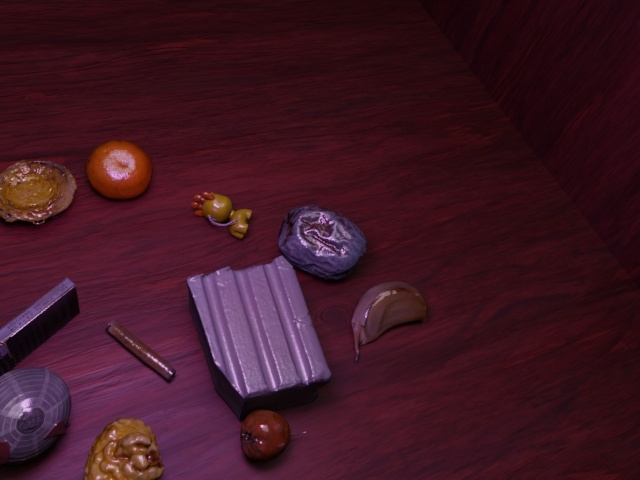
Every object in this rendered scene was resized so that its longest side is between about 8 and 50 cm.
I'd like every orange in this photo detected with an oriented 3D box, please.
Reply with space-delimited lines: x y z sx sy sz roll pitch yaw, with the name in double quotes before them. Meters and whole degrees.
"orange" -0.706 -0.244 2.080 0.224 0.170 0.224 5 76 -20

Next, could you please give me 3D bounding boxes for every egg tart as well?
"egg tart" -0.958 -0.145 1.977 0.291 0.107 0.290 7 51 -8

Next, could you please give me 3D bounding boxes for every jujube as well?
"jujube" -0.002 0.004 2.098 0.308 0.215 0.246 34 77 4

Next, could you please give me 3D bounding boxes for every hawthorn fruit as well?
"hawthorn fruit" -0.155 0.573 1.723 0.189 0.149 0.149 40 36 -47

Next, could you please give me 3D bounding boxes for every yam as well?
"yam" -0.547 0.337 1.804 0.264 0.046 0.046 36 54 9

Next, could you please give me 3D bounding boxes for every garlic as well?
"garlic" 0.216 0.251 2.045 0.338 0.151 0.196 -24 79 -28

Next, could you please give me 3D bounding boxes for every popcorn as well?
"popcorn" -0.516 0.574 1.555 0.200 0.203 0.226 48 38 5

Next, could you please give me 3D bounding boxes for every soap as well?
"soap" -0.202 0.303 1.830 0.350 0.213 0.435 -10 60 -26

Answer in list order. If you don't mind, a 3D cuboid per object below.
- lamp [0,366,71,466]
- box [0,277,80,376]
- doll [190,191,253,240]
"lamp" -0.780 0.458 1.534 0.265 0.233 0.233 -29 69 -34
"box" -0.833 0.260 1.684 0.047 0.180 0.325 37 54 8
"doll" -0.357 -0.098 2.117 0.221 0.143 0.135 25 54 -13
